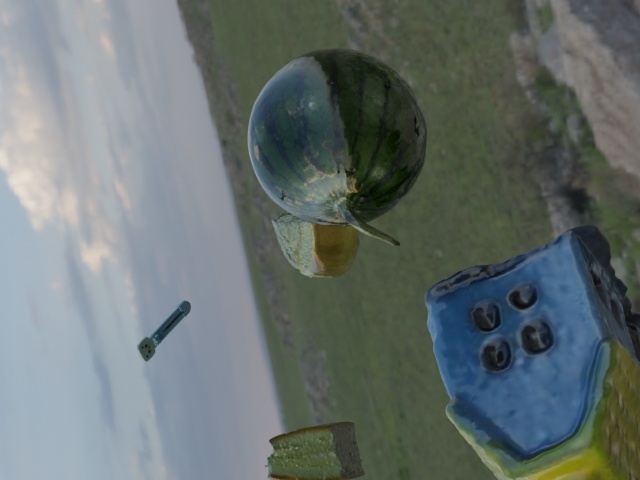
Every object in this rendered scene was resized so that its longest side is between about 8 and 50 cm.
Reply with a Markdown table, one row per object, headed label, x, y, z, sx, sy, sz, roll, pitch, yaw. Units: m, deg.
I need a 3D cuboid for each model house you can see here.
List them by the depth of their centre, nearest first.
| label | x | y | z | sx | sy | sz | roll | pitch | yaw |
| --- | --- | --- | --- | --- | --- | --- | --- | --- | --- |
| model house | 0.251 | 0.180 | 1.107 | 0.237 | 0.216 | 0.303 | 50 | -154 | -39 |

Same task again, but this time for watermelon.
| label | x | y | z | sx | sy | sz | roll | pitch | yaw |
| --- | --- | --- | --- | --- | --- | --- | --- | --- | --- |
| watermelon | 0.017 | -0.097 | 1.103 | 0.188 | 0.188 | 0.214 | 85 | -175 | -55 |

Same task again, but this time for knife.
| label | x | y | z | sx | sy | sz | roll | pitch | yaw |
| --- | --- | --- | --- | --- | --- | --- | --- | --- | --- |
| knife | -0.181 | 0.104 | 1.248 | 0.096 | 0.010 | 0.027 | -50 | -51 | -38 |

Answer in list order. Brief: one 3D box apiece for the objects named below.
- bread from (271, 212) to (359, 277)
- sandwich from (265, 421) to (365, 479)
| label | x | y | z | sx | sy | sz | roll | pitch | yaw |
| --- | --- | --- | --- | --- | --- | --- | --- | --- | --- |
| bread | 0.003 | 0.002 | 1.449 | 0.156 | 0.103 | 0.110 | 0 | 108 | 69 |
| sandwich | 0.007 | 0.350 | 1.750 | 0.258 | 0.096 | 0.094 | 13 | -114 | -64 |
